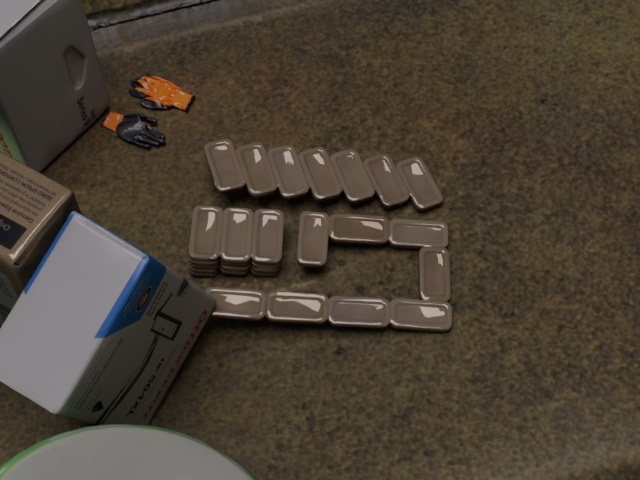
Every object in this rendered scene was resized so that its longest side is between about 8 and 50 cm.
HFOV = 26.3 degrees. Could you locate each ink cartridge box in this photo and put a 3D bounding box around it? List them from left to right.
[{"bbox_3d":[-0.369,-0.224,1.371,0.289,0.211,0.121,33,67,21],"label":"ink cartridge box"},{"bbox_3d":[-0.295,0.006,1.221,0.193,0.235,0.088,26,65,18],"label":"ink cartridge box"},{"bbox_3d":[-0.181,0.077,1.174,0.086,0.203,0.148,28,85,17],"label":"ink cartridge box"}]

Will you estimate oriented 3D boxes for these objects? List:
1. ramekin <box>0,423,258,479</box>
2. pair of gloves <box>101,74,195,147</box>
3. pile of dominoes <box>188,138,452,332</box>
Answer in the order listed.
[{"bbox_3d":[-0.153,0.288,1.044,0.303,0.148,0.303,10,49,-12],"label":"ramekin"},{"bbox_3d":[-0.179,-0.135,1.423,0.074,0.010,0.083,24,66,16],"label":"pair of gloves"},{"bbox_3d":[0.000,0.000,1.332,0.251,0.040,0.196,4,60,-3],"label":"pile of dominoes"}]
